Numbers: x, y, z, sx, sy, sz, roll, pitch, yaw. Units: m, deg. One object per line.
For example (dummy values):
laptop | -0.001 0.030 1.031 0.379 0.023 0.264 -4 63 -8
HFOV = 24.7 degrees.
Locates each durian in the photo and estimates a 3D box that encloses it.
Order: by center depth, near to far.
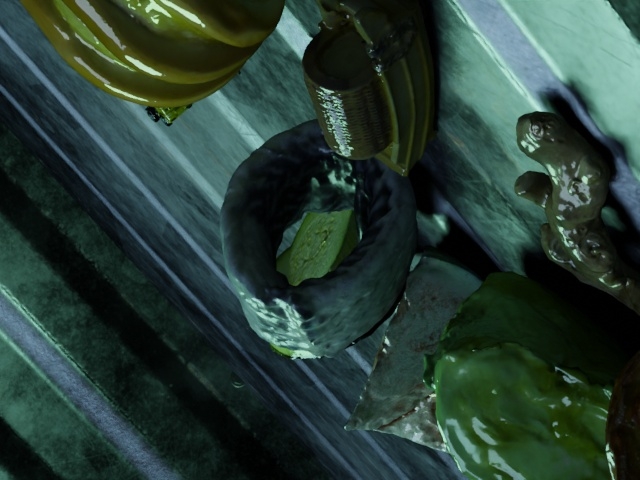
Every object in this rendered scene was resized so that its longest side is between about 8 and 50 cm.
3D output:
durian | 0.233 0.166 1.506 0.256 0.204 0.339 48 -156 -8

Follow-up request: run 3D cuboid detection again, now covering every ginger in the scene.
ginger | 0.229 -0.025 1.340 0.258 0.065 0.149 51 166 -32

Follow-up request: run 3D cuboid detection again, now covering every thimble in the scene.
thimble | 0.000 0.000 1.662 0.217 0.245 0.157 13 156 16

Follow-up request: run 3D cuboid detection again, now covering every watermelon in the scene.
watermelon | 0.132 0.137 1.764 0.193 0.231 0.310 14 150 -14

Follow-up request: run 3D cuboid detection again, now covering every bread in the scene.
bread | -0.192 -0.279 1.492 0.316 0.211 0.270 44 164 -9

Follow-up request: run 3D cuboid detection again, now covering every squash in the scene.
squash | -0.005 0.045 1.847 0.133 0.220 0.220 48 165 -29

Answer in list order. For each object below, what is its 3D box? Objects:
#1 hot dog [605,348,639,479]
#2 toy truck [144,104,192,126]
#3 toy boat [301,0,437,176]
hot dog | 0.343 0.198 1.300 0.175 0.114 0.259 -32 69 47
toy truck | -0.224 -0.201 2.099 0.054 0.049 0.083 54 164 -26
toy boat | 0.044 -0.147 1.393 0.089 0.115 0.310 39 165 21
